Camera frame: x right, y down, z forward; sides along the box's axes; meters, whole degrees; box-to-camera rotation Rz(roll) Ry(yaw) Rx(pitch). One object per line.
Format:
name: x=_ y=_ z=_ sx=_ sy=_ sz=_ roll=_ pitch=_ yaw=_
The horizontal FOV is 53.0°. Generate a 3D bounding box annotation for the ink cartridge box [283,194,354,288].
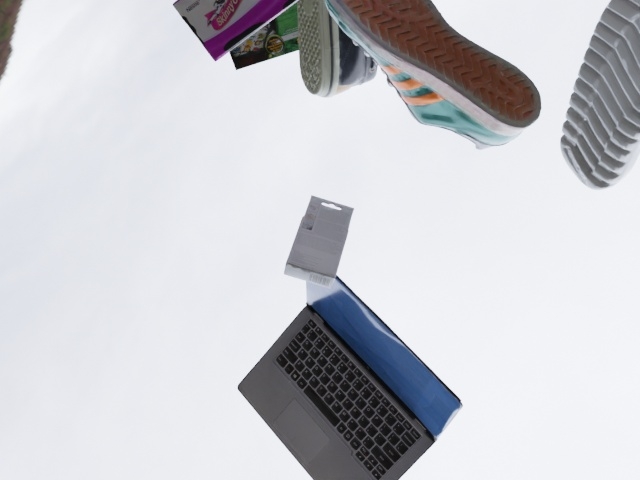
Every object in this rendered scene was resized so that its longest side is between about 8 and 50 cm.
ink cartridge box: x=0.000 y=0.000 z=0.809 sx=0.063 sy=0.029 sz=0.115 roll=17 pitch=-127 yaw=1

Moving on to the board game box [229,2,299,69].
board game box: x=-0.120 y=-0.526 z=1.602 sx=0.260 sy=0.136 sz=0.030 roll=-10 pitch=-161 yaw=24

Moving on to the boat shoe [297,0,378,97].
boat shoe: x=0.048 y=-0.531 z=1.247 sx=0.156 sy=0.499 sz=0.187 roll=-11 pitch=-151 yaw=-20

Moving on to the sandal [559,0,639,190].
sandal: x=0.440 y=-0.224 z=0.871 sx=0.102 sy=0.416 sz=0.169 roll=-26 pitch=-111 yaw=-13

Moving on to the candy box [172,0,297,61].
candy box: x=-0.062 y=-0.288 z=0.709 sx=0.159 sy=0.071 sz=0.233 roll=-33 pitch=-159 yaw=12

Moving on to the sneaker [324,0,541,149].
sneaker: x=0.120 y=-0.215 z=0.800 sx=0.108 sy=0.302 sz=0.121 roll=-52 pitch=-179 yaw=-22

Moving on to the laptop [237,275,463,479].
laptop: x=0.022 y=0.292 z=1.221 sx=0.382 sy=0.236 sz=0.408 roll=45 pitch=-76 yaw=22
